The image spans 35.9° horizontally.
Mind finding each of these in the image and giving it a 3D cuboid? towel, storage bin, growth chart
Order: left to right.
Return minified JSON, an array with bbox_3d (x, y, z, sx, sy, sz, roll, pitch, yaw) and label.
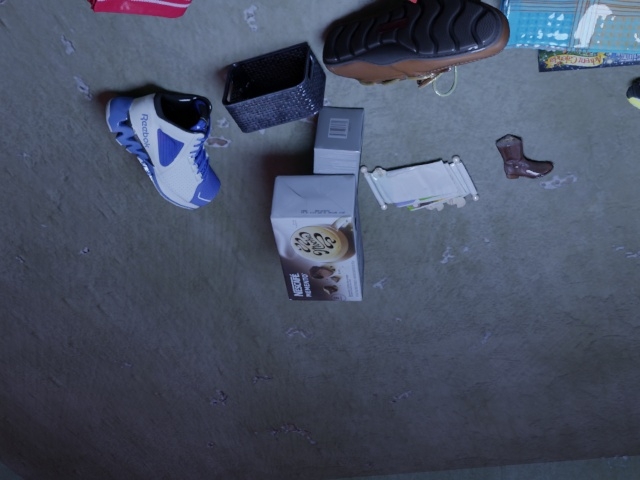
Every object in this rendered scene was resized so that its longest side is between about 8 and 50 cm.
[{"bbox_3d":[-0.265,-0.481,1.703,0.199,0.031,0.275,-5,154,-39],"label":"towel"},{"bbox_3d":[-0.089,-0.294,1.916,0.180,0.122,0.084,-12,139,21],"label":"storage bin"},{"bbox_3d":[0.223,-0.120,2.189,0.237,0.021,0.172,-7,141,16],"label":"growth chart"},{"bbox_3d":[0.495,-0.435,1.668,0.370,0.040,0.271,4,133,5],"label":"towel"}]

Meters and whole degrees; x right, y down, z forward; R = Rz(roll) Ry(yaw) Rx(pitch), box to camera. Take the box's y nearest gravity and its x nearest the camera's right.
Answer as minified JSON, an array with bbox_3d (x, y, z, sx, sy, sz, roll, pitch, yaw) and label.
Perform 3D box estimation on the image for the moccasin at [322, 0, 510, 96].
[{"bbox_3d":[0.177,-0.338,1.761,0.380,0.139,0.147,-9,157,44],"label":"moccasin"}]

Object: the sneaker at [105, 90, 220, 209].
[{"bbox_3d":[-0.284,-0.198,2.063,0.182,0.127,0.315,-15,137,28],"label":"sneaker"}]

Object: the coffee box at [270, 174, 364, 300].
[{"bbox_3d":[0.000,0.000,2.088,0.168,0.119,0.297,0,143,7],"label":"coffee box"}]

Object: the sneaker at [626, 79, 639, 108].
[{"bbox_3d":[0.679,-0.246,1.917,0.208,0.081,0.094,15,144,-13],"label":"sneaker"}]

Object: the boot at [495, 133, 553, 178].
[{"bbox_3d":[0.429,-0.180,2.076,0.106,0.037,0.114,-10,136,16],"label":"boot"}]

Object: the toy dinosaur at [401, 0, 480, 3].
[{"bbox_3d":[0.236,-0.460,1.682,0.118,0.064,0.268,26,157,-4],"label":"toy dinosaur"}]

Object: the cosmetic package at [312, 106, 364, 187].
[{"bbox_3d":[0.035,-0.155,2.082,0.107,0.127,0.238,3,144,4],"label":"cosmetic package"}]

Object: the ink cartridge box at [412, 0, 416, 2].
[{"bbox_3d":[0.072,-0.496,1.627,0.225,0.056,0.181,30,143,9],"label":"ink cartridge box"}]

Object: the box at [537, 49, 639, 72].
[{"bbox_3d":[0.511,-0.384,1.786,0.233,0.044,0.159,-3,142,11],"label":"box"}]
